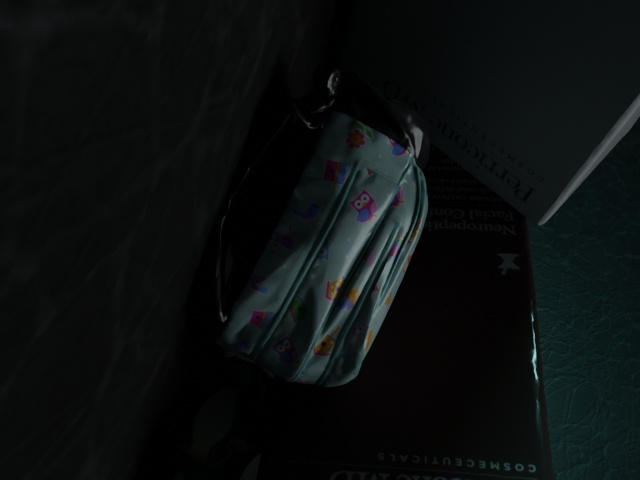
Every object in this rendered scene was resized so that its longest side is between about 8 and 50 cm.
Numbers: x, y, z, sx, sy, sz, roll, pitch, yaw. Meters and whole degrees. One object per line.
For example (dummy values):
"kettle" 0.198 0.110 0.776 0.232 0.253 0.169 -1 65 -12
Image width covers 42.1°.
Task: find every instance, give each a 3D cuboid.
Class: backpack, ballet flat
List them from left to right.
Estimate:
"ballet flat" -0.067 0.131 0.620 0.203 0.074 0.074 -52 163 -66
"backpack" 0.000 0.000 0.538 0.152 0.115 0.182 99 15 -79

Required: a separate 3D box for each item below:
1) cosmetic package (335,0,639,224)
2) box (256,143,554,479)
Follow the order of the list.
"cosmetic package" 0.183 -0.238 0.537 0.161 0.230 0.453 -43 165 -30
"box" 0.069 0.080 0.667 0.143 0.191 0.381 87 8 -46
